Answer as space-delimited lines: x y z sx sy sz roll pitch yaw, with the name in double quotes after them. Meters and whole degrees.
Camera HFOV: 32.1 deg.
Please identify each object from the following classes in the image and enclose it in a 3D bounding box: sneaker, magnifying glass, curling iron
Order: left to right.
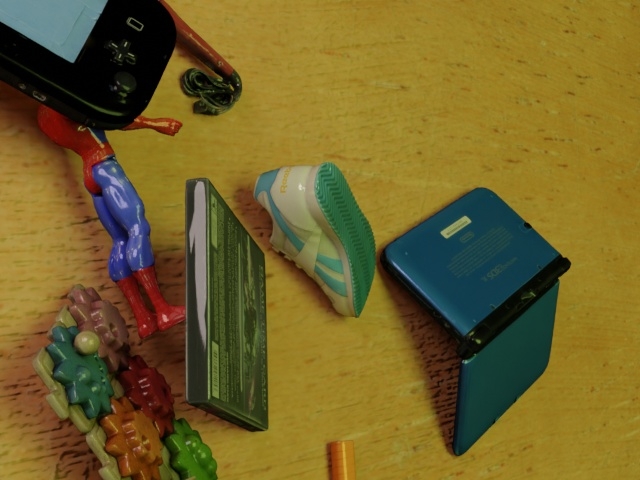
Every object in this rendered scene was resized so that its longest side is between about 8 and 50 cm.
-0.176 -0.232 1.164 0.274 0.035 0.068 47 47 -29 "curling iron"
0.000 0.000 1.263 0.228 0.092 0.087 67 34 -41 "sneaker"
0.033 0.340 1.238 0.092 0.026 0.230 9 71 -48 "magnifying glass"

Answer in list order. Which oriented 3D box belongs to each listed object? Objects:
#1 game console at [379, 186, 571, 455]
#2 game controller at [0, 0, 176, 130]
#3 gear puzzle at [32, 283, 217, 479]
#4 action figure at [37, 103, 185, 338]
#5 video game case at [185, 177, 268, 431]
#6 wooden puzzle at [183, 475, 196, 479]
0.205 0.100 1.510 0.250 0.173 0.293 45 39 12 "game console"
-0.278 -0.221 0.955 0.319 0.067 0.166 30 56 -17 "game controller"
-0.136 0.198 1.013 0.338 0.044 0.175 59 12 -18 "gear puzzle"
-0.171 -0.064 1.053 0.139 0.091 0.280 -30 95 -34 "action figure"
-0.086 0.074 1.067 0.274 0.026 0.196 65 22 -74 "video game case"
-0.111 0.243 0.953 0.078 0.014 0.116 68 19 0 "wooden puzzle"
